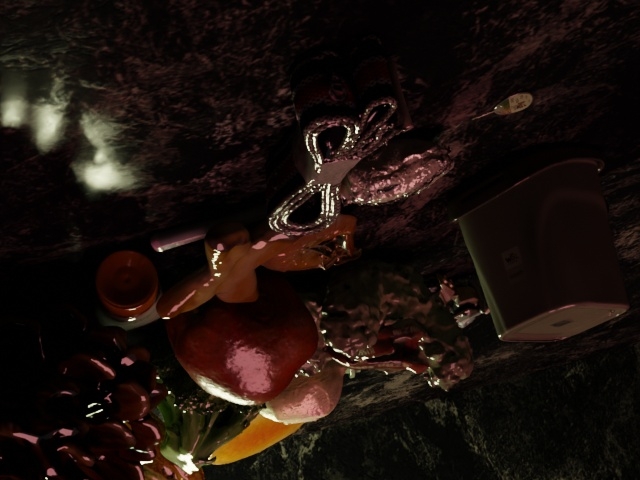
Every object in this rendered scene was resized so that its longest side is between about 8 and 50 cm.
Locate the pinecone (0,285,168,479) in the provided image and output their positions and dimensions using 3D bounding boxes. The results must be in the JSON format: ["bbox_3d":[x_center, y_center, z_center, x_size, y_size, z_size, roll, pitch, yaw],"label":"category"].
[{"bbox_3d":[-0.420,0.276,1.679,0.398,0.397,0.397,-15,164,-5],"label":"pinecone"}]

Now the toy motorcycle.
[{"bbox_3d":[0.263,0.112,2.387,0.130,0.094,0.229,-28,148,20],"label":"toy motorcycle"}]

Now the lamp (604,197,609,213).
[{"bbox_3d":[0.383,-0.007,2.029,0.121,0.121,0.214,-1,142,-43],"label":"lamp"}]

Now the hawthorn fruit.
[{"bbox_3d":[-0.132,0.130,1.858,0.224,0.224,0.261,-24,141,24],"label":"hawthorn fruit"}]

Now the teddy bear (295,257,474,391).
[{"bbox_3d":[0.033,0.166,2.126,0.368,0.224,0.357,-26,147,36],"label":"teddy bear"}]

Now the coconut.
[{"bbox_3d":[-0.042,0.263,2.335,0.194,0.194,0.194,-15,164,-5],"label":"coconut"}]

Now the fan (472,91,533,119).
[{"bbox_3d":[0.243,-0.172,1.574,0.080,0.003,0.060,-29,159,35],"label":"fan"}]

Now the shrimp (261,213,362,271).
[{"bbox_3d":[0.000,0.001,1.810,0.145,0.061,0.267,-34,156,20],"label":"shrimp"}]

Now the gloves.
[{"bbox_3d":[0.100,-0.086,1.592,0.153,0.070,0.114,-15,163,-12],"label":"gloves"}]

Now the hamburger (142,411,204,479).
[{"bbox_3d":[-0.377,0.445,2.520,0.170,0.290,0.314,-43,170,-11],"label":"hamburger"}]

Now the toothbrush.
[{"bbox_3d":[-0.065,-0.040,1.656,0.342,0.030,0.025,-14,159,-3],"label":"toothbrush"}]

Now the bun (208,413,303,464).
[{"bbox_3d":[-0.161,0.342,2.572,0.299,0.164,0.299,-26,156,-12],"label":"bun"}]

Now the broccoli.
[{"bbox_3d":[-0.221,0.283,2.185,0.265,0.245,0.294,8,151,18],"label":"broccoli"}]

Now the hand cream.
[{"bbox_3d":[-0.289,0.090,1.783,0.140,0.089,0.314,-18,171,-9],"label":"hand cream"}]

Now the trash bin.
[{"bbox_3d":[0.336,0.011,1.834,0.219,0.250,0.220,4,155,-39],"label":"trash bin"}]

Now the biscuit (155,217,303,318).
[{"bbox_3d":[-0.121,0.033,1.659,0.164,0.047,0.208,-7,152,-35],"label":"biscuit"}]

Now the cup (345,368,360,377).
[{"bbox_3d":[0.012,0.222,2.463,0.141,0.120,0.120,-1,163,-1],"label":"cup"}]

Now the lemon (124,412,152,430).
[{"bbox_3d":[-0.413,0.301,2.029,0.268,0.268,0.322,-8,161,-27],"label":"lemon"}]

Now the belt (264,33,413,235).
[{"bbox_3d":[0.002,-0.107,1.394,0.126,0.094,0.359,-7,160,-18],"label":"belt"}]
